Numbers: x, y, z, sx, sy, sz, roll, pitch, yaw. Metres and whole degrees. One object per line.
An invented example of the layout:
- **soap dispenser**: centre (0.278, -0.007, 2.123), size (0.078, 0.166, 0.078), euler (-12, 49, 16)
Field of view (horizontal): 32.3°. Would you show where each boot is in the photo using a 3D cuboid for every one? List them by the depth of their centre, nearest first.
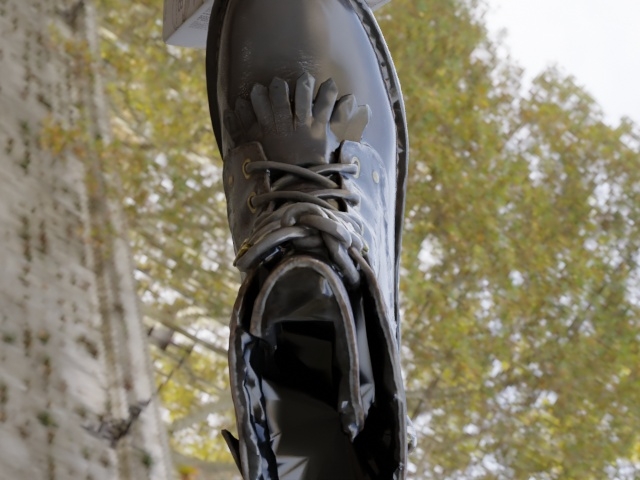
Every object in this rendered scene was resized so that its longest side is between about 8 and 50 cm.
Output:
- **boot**: centre (0.000, 0.000, 0.414), size (0.229, 0.091, 0.263), euler (-69, 151, -88)

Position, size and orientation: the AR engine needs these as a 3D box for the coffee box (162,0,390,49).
- **coffee box**: centre (-0.003, -0.199, 0.591), size (0.246, 0.098, 0.141), euler (163, -71, -64)
